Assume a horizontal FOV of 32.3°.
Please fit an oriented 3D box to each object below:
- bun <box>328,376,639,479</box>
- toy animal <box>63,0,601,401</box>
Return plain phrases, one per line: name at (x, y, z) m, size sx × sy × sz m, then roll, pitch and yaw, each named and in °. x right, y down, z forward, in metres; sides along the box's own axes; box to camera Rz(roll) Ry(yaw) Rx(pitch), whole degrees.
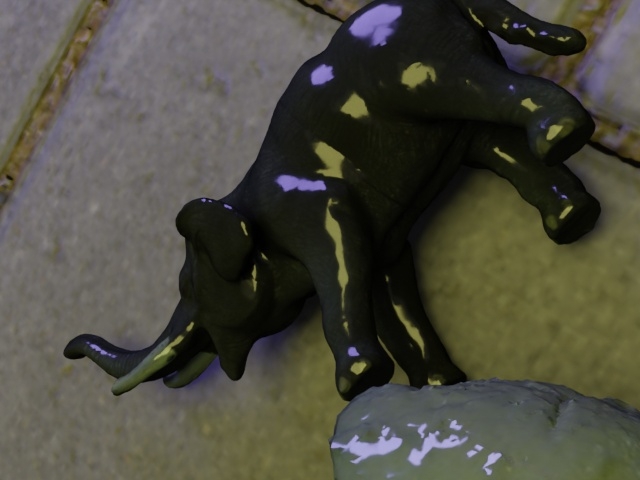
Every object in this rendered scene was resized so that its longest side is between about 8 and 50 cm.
bun at (0.060, 0.136, 0.370) m, size 0.212 × 0.126 × 0.204 m, roll -29°, pitch 93°, yaw 27°
toy animal at (0.003, 0.009, 0.456) m, size 0.269 × 0.082 × 0.137 m, roll -45°, pitch 60°, yaw 18°
